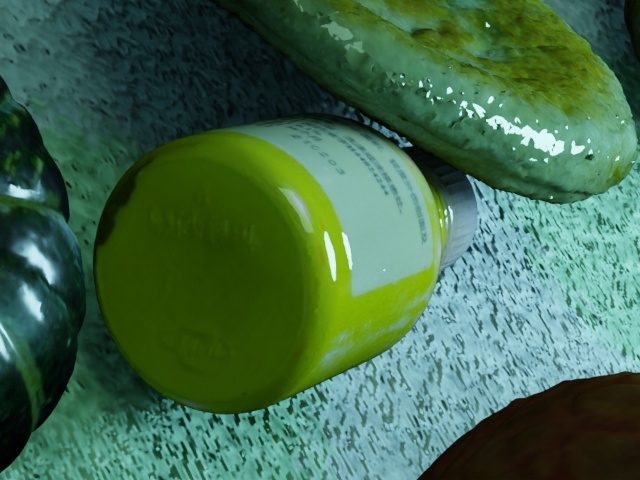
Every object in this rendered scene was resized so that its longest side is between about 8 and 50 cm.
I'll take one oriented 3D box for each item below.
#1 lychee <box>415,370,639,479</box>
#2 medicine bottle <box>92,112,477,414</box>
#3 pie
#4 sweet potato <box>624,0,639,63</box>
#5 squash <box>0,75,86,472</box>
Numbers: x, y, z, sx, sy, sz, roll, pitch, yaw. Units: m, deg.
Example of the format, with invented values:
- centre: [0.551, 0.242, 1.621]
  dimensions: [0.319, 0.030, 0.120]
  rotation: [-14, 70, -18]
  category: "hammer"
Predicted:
- centre: [0.127, 0.175, 0.708]
  dimensions: [0.300, 0.255, 0.255]
  rotation: [-18, 67, -33]
  category: "lychee"
- centre: [0.000, 0.000, 0.852]
  dimensions: [0.122, 0.122, 0.212]
  rotation: [51, 28, 12]
  category: "medicine bottle"
- centre: [0.020, -0.124, 0.936]
  dimensions: [0.323, 0.070, 0.323]
  rotation: [29, 21, -12]
  category: "pie"
- centre: [0.264, -0.201, 1.217]
  dimensions: [0.130, 0.130, 0.422]
  rotation: [27, 35, -14]
  category: "sweet potato"
- centre: [-0.191, 0.010, 0.666]
  dimensions: [0.218, 0.172, 0.218]
  rotation: [25, 43, -26]
  category: "squash"
